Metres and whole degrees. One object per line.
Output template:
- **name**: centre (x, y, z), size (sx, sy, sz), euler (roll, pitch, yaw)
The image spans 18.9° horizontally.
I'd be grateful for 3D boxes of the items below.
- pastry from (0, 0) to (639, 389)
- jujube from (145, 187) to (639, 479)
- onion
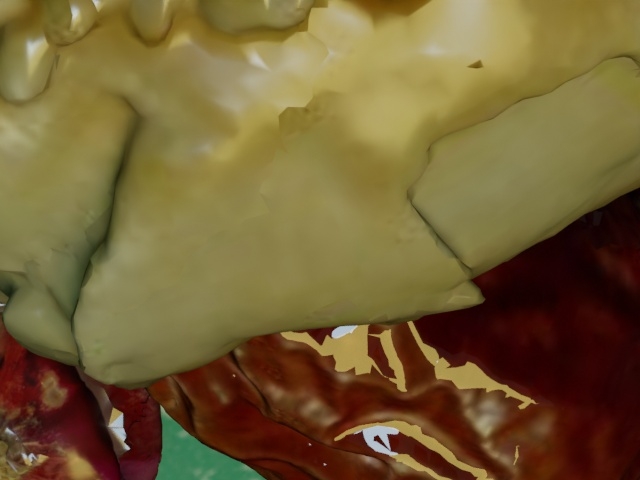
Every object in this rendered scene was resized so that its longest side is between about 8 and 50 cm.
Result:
- **pastry**: centre (-0.039, -0.153, 0.579), size (0.409, 0.409, 0.245), euler (-27, 140, -4)
- **jujube**: centre (0.000, 0.000, 0.813), size (0.342, 0.216, 0.216), euler (33, 105, -25)
- **onion**: centre (-0.129, 0.077, 0.881), size (0.150, 0.140, 0.150), euler (5, 105, 20)
